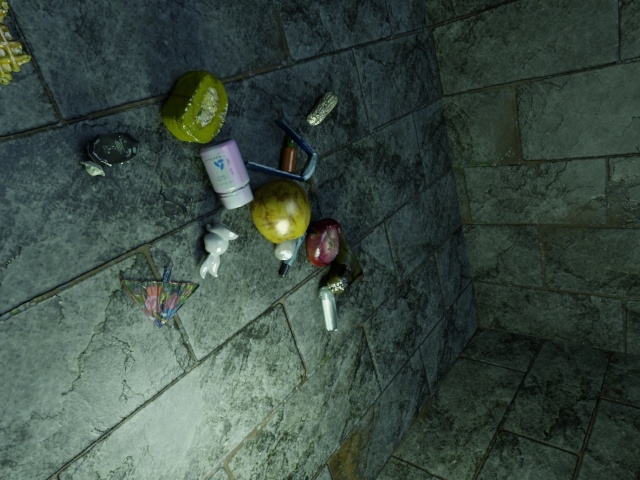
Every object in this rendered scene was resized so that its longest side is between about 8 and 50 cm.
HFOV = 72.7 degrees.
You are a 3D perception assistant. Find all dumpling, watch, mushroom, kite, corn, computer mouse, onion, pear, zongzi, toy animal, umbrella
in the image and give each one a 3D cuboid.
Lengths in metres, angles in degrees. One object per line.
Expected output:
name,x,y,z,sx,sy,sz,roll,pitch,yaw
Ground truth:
dumpling,-0.731,-0.233,1.404,0.043,0.059,0.077,-45,126,-25
watch,-0.159,-0.355,1.940,0.274,0.068,0.276,40,72,-24
mushroom,-0.150,-0.009,2.026,0.088,0.097,0.213,34,67,-32
kite,-0.595,0.218,1.620,0.321,0.016,0.234,10,87,-47
corn,0.012,-0.657,2.166,0.087,0.087,0.211,54,54,-35
computer mouse,-0.690,-0.301,1.442,0.192,0.062,0.106,-35,115,-55
onion,0.010,0.005,2.158,0.248,0.161,0.248,-16,113,-40
pear,-0.167,-0.127,1.872,0.280,0.280,0.281,-4,96,-47
zongzi,0.099,0.098,2.259,0.286,0.138,0.300,-29,106,-63
toy animal,-0.433,0.033,1.741,0.221,0.130,0.103,-57,170,5
umbrella,-0.133,0.062,2.080,0.052,0.053,0.251,40,63,-42

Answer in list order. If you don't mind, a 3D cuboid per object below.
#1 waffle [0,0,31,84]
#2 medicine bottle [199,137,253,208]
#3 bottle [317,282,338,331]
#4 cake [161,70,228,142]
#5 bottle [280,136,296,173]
waffle,-0.932,-0.569,1.167,0.291,0.051,0.291,-8,101,-46
medicine bottle,-0.369,-0.264,1.731,0.152,0.151,0.255,-36,118,-40
bottle,0.037,0.351,2.270,0.096,0.079,0.254,-16,106,-33
cake,-0.457,-0.492,1.618,0.261,0.156,0.179,-65,150,-14
bottle,-0.144,-0.404,2.025,0.069,0.069,0.187,10,87,-47
